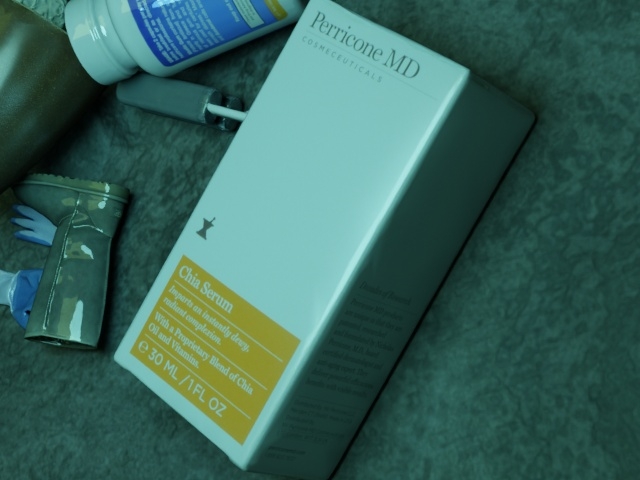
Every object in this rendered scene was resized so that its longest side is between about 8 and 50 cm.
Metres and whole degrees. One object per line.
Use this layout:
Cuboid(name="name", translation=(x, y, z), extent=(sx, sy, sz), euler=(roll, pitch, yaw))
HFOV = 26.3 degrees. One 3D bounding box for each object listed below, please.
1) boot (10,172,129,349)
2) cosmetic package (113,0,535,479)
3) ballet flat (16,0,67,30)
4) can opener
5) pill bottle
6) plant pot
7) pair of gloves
Cuboid(name="boot", translation=(-0.330, 0.025, 1.705), extent=(0.190, 0.076, 0.208), euler=(7, 84, 33))
Cuboid(name="cosmetic package", translation=(0.000, 0.000, 1.445), extent=(0.230, 0.161, 0.453), euler=(33, 96, 36))
Cuboid(name="ballet flat", translation=(-0.508, -0.212, 1.871), extent=(0.409, 0.147, 0.147), euler=(-50, 56, 14))
Cuboid(name="can opener", translation=(-0.136, -0.143, 1.630), extent=(0.280, 0.074, 0.093), euler=(22, 91, 37))
Cuboid(name="pill bottle", translation=(-0.157, -0.283, 1.604), extent=(0.272, 0.152, 0.152), euler=(-20, 66, 16))
Cuboid(name="plant pot", translation=(-0.410, -0.155, 1.681), extent=(0.215, 0.215, 0.230), euler=(18, 72, 36))
Cuboid(name="pair of gloves", translation=(-0.365, 0.019, 1.777), extent=(0.159, 0.023, 0.198), euler=(14, 86, 36))
